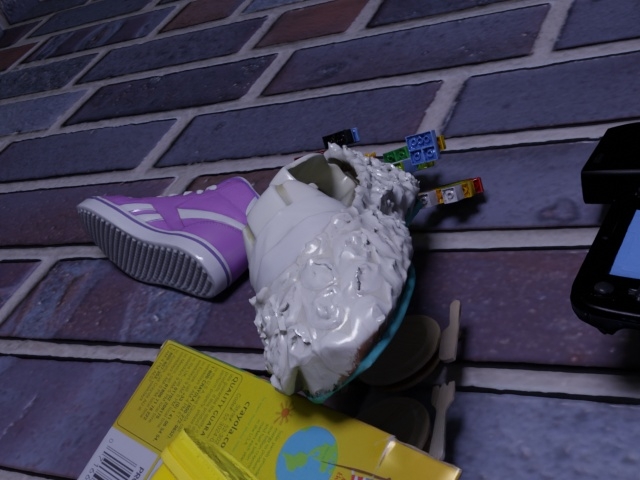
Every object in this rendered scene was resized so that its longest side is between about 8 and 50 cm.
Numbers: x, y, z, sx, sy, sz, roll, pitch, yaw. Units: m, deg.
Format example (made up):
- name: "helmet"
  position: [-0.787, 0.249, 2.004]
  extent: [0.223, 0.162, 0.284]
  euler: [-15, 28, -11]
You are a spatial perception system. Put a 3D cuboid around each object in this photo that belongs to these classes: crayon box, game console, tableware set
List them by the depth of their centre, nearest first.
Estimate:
- name: "crayon box"
  position: [-0.053, 0.211, 0.609]
  extent: [0.318, 0.081, 0.202]
  euler: [14, 66, 46]
- name: "game console"
  position: [0.310, -0.025, 0.686]
  extent: [0.213, 0.044, 0.361]
  euler: [1, 28, 32]
- name: "tableware set"
  position: [0.066, 0.138, 0.711]
  extent: [0.128, 0.039, 0.194]
  euler: [-21, 27, 27]

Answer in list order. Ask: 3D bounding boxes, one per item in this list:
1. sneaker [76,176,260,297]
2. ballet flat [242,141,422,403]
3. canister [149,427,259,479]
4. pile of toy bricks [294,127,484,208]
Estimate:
- name: "sneaker"
  position: [-0.174, -0.024, 1.060]
  extent: [0.282, 0.102, 0.161]
  euler: [19, 50, 35]
- name: "ballet flat"
  position: [0.000, 0.000, 0.713]
  extent: [0.147, 0.147, 0.409]
  euler: [-18, 12, 13]
- name: "canister"
  position: [-0.095, 0.221, 0.517]
  extent: [0.170, 0.073, 0.126]
  euler: [-53, 40, -8]
- name: "pile of toy bricks"
  position: [0.080, -0.078, 0.955]
  extent: [0.212, 0.118, 0.105]
  euler: [-11, 6, 36]
